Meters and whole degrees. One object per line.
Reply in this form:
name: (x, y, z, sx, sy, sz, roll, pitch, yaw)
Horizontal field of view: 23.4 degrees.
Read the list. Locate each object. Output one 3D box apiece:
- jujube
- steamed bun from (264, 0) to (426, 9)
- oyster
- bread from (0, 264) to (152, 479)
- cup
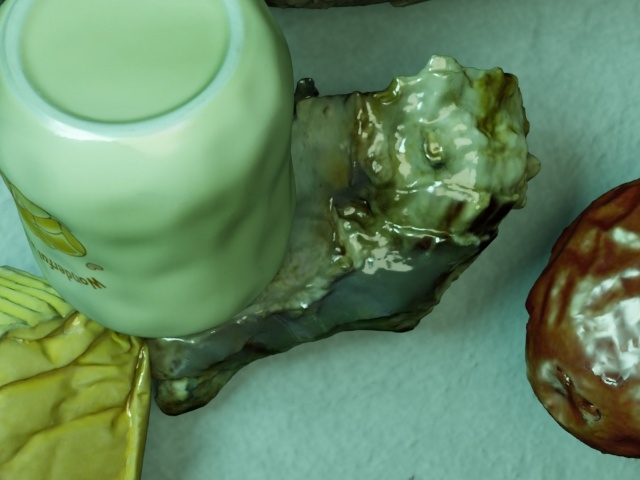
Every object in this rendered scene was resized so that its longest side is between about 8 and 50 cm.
jujube: (0.271, 0.033, 1.092, 0.290, 0.197, 0.197, -34, 101, -22)
steamed bun: (0.027, -0.263, 1.010, 0.301, 0.199, 0.251, -5, 83, 11)
oyster: (-0.003, -0.003, 1.051, 0.337, 0.133, 0.197, -27, 130, 10)
bread: (-0.206, 0.143, 1.007, 0.179, 0.133, 0.250, -18, 112, -51)
cup: (-0.102, -0.094, 0.912, 0.173, 0.202, 0.255, -3, 61, -1)
